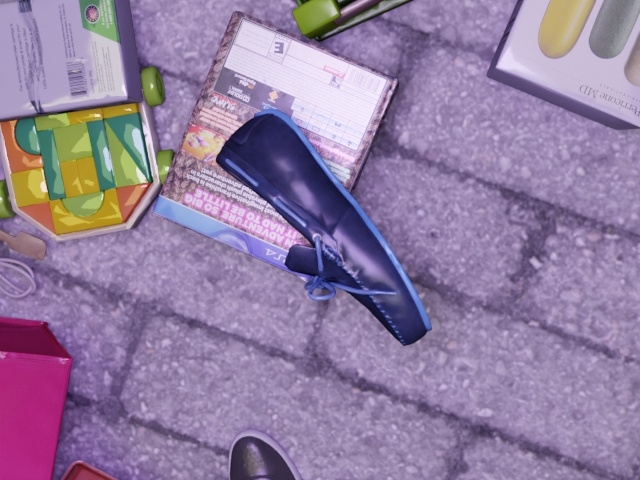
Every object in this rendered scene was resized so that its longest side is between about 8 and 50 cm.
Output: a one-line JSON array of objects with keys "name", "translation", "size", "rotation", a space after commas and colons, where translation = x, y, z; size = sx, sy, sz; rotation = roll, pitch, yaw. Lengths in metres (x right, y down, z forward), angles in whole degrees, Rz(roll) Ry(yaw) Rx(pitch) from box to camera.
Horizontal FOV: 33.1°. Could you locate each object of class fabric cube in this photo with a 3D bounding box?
[{"name": "fabric cube", "translation": [-0.489, 0.242, 1.434], "size": [0.259, 0.254, 0.258], "rotation": [9, 93, -22]}]

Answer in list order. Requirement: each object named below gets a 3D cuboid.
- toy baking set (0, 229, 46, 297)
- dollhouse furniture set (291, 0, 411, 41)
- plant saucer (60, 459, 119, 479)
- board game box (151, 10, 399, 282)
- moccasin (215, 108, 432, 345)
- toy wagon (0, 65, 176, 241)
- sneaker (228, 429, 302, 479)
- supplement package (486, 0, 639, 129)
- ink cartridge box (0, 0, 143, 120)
[{"name": "toy baking set", "translation": [-0.515, 0.032, 1.561], "size": [0.256, 0.030, 0.196], "rotation": [-39, 97, 20]}, {"name": "dollhouse furniture set", "translation": [-0.010, -0.427, 1.396], "size": [0.151, 0.197, 0.301], "rotation": [-25, 93, 9]}, {"name": "plant saucer", "translation": [-0.307, 0.465, 1.553], "size": [0.258, 0.048, 0.259], "rotation": [32, 98, -15]}, {"name": "board game box", "translation": [-0.055, -0.126, 1.455], "size": [0.232, 0.141, 0.291], "rotation": [24, 97, 3]}, {"name": "moccasin", "translation": [0.000, 0.000, 1.333], "size": [0.117, 0.137, 0.342], "rotation": [-37, 80, -7]}, {"name": "toy wagon", "translation": [-0.351, -0.176, 1.518], "size": [0.267, 0.068, 0.344], "rotation": [-10, 94, 6]}, {"name": "sneaker", "translation": [-0.073, 0.418, 1.502], "size": [0.105, 0.147, 0.295], "rotation": [-12, 93, 8]}, {"name": "supplement package", "translation": [0.357, -0.298, 1.369], "size": [0.199, 0.198, 0.262], "rotation": [23, 97, 3]}, {"name": "ink cartridge box", "translation": [-0.356, -0.245, 1.435], "size": [0.209, 0.087, 0.153], "rotation": [-7, 94, 6]}]
